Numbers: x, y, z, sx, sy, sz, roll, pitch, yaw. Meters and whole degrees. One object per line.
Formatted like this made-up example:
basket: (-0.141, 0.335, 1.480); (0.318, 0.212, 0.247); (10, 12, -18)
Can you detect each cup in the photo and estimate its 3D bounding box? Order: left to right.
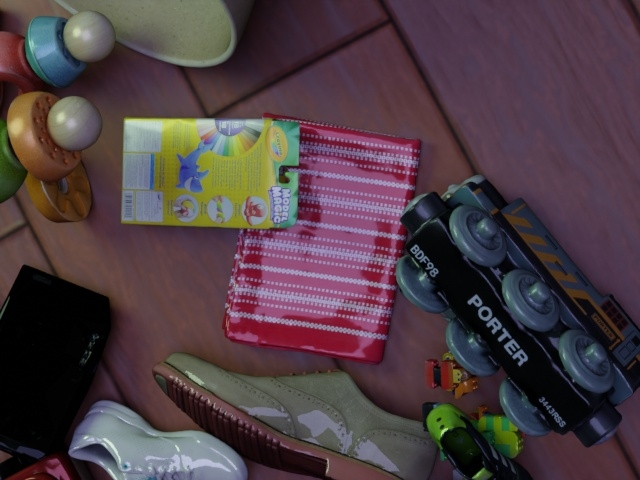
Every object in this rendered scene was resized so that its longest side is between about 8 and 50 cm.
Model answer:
cup: (-0.178, -0.385, 1.661); (0.331, 0.331, 0.237); (29, 72, 5)

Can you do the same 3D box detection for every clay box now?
clay box: (-0.122, -0.078, 1.749); (0.222, 0.053, 0.128); (3, 92, 19)

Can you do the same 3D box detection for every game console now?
game console: (-0.439, 0.109, 1.781); (0.361, 0.044, 0.213); (20, 70, 6)

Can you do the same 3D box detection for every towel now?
towel: (0.000, 0.000, 1.769); (0.198, 0.031, 0.275); (10, 93, 6)

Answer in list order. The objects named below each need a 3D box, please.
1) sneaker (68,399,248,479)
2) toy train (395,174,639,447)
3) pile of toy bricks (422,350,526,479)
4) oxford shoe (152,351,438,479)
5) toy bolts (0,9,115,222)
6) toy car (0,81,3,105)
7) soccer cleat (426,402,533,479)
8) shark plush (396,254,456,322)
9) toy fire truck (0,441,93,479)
sneaker: (-0.193, 0.264, 1.760); (0.212, 0.094, 0.080); (17, 126, 12)
toy train: (0.227, 0.072, 1.667); (0.334, 0.190, 0.142); (50, 126, 8)
pile of toy bricks: (0.186, 0.219, 1.701); (0.105, 0.118, 0.212); (-1, 96, 25)
oxford shoe: (-0.027, 0.201, 1.755); (0.348, 0.123, 0.130); (26, 68, 7)
toy bolts: (-0.287, -0.148, 1.722); (0.158, 0.218, 0.229); (-19, 61, 23)
toy car: (-0.494, -0.182, 1.720); (0.210, 0.238, 0.219); (8, 93, 7)
soccer cleat: (0.178, 0.250, 1.631); (0.060, 0.072, 0.179); (-40, 109, 11)
shark plush: (0.149, 0.078, 1.733); (0.073, 0.067, 0.161); (-38, 87, 7)
toy fire truck: (-0.375, 0.347, 1.718); (0.217, 0.246, 0.159); (-28, 88, 7)
